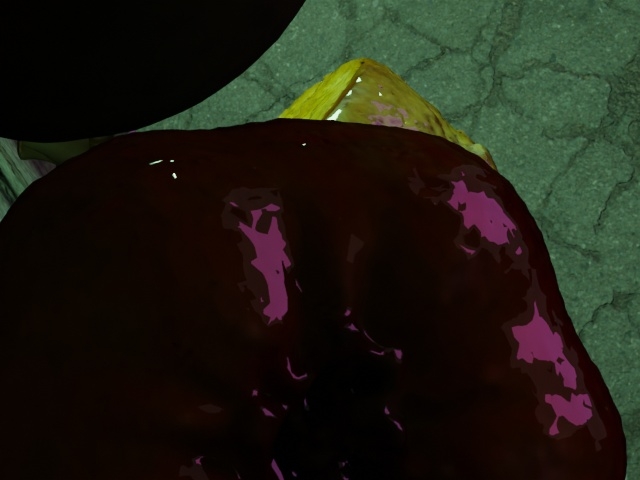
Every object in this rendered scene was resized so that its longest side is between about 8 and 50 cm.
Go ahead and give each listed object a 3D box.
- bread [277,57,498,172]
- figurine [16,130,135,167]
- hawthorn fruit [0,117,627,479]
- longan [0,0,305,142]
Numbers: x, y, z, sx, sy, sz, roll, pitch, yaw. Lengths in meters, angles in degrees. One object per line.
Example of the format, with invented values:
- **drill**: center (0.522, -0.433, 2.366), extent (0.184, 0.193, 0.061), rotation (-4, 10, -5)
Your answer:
- **bread**: center (0.000, 0.000, 1.325), extent (0.215, 0.398, 0.398), rotation (44, 1, -11)
- **figurine**: center (-0.157, -0.054, 0.940), extent (0.240, 0.115, 0.175), rotation (51, -2, -16)
- **hawthorn fruit**: center (-0.028, 0.064, 0.455), extent (0.207, 0.207, 0.243), rotation (57, -20, -8)
- **longan**: center (-0.130, -0.195, 0.627), extent (0.319, 0.319, 0.319), rotation (56, -2, 2)
